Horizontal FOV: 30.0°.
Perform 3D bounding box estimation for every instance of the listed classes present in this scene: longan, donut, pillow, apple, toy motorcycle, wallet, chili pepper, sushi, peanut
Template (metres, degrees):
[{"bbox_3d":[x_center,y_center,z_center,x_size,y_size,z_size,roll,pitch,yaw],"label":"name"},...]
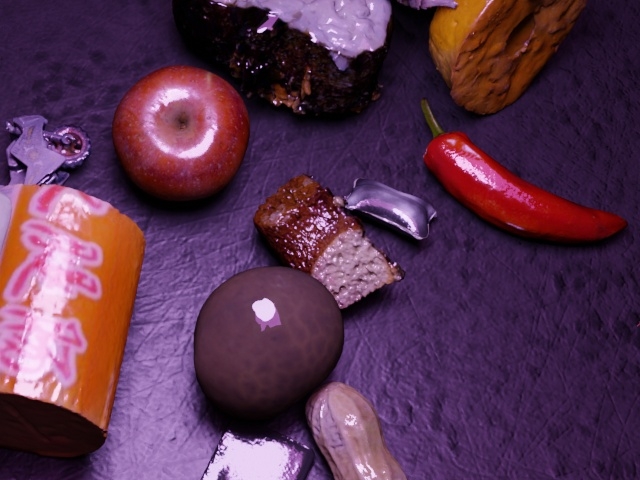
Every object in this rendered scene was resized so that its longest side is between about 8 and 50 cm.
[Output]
[{"bbox_3d":[-0.072,0.130,1.563,0.212,0.198,0.198,-39,75,-7],"label":"longan"},{"bbox_3d":[0.280,-0.333,1.822,0.277,0.277,0.108,-27,57,-21],"label":"donut"},{"bbox_3d":[0.103,-0.049,1.757,0.135,0.055,0.091,26,60,2],"label":"pillow"},{"bbox_3d":[-0.195,-0.148,1.704,0.201,0.162,0.201,1,73,-2],"label":"apple"},{"bbox_3d":[-0.425,-0.098,1.680,0.122,0.080,0.215,36,67,9],"label":"toy motorcycle"},{"bbox_3d":[-0.108,0.351,1.532,0.124,0.025,0.244,24,60,3],"label":"wallet"},{"bbox_3d":[0.282,-0.076,1.796,0.368,0.092,0.137,34,44,1],"label":"chili pepper"},{"bbox_3d":[0.004,0.008,1.685,0.126,0.144,0.186,-37,105,-18],"label":"donut"},{"bbox_3d":[-0.066,-0.307,1.772,0.348,0.207,0.234,26,52,3],"label":"sushi"},{"bbox_3d":[0.052,0.279,1.558,0.090,0.098,0.214,-9,65,-43],"label":"peanut"}]

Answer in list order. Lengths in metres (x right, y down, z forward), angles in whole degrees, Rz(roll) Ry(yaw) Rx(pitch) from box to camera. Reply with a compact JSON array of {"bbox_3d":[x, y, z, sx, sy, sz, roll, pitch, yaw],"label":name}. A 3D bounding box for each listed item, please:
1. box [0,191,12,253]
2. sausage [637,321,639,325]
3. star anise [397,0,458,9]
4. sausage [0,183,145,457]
[{"bbox_3d":[-0.542,0.119,1.427,0.090,0.373,0.367,38,51,-42],"label":"box"},{"bbox_3d":[0.527,0.131,1.750,0.129,0.034,0.034,8,62,-5],"label":"sausage"},{"bbox_3d":[0.140,-0.366,1.738,0.129,0.056,0.124,29,30,11],"label":"star anise"},{"bbox_3d":[-0.353,0.099,1.505,0.233,0.233,0.287,10,61,-5],"label":"sausage"}]
